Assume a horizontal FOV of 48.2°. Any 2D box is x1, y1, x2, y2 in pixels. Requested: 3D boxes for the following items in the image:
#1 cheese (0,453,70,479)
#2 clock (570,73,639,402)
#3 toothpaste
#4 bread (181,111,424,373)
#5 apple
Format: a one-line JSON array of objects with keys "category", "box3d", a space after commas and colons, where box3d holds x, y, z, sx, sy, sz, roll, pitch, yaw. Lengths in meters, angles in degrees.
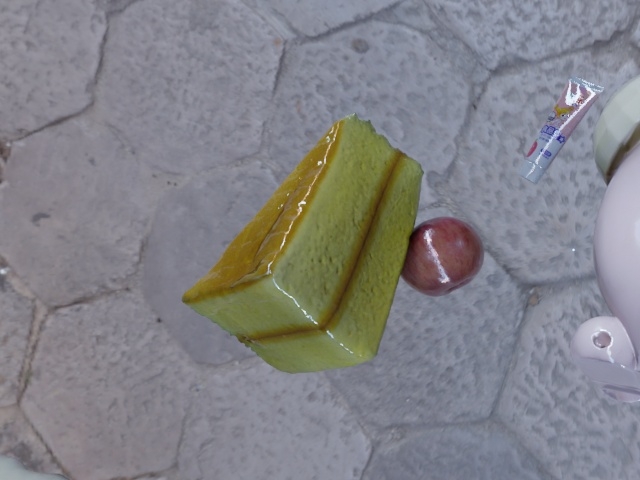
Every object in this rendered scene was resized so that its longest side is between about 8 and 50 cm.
[{"category": "cheese", "box3d": [-0.220, 0.298, 0.437, 0.332, 0.153, 0.292, 34, 117, 17]}, {"category": "clock", "box3d": [0.400, -0.007, 0.626, 0.342, 0.184, 0.326, 10, 71, 29]}, {"category": "toothpaste", "box3d": [0.415, -0.191, 1.253, 0.067, 0.043, 0.194, 37, 102, 38]}, {"category": "bread", "box3d": [0.000, 0.000, 1.153, 0.245, 0.233, 0.362, -16, 41, 48]}, {"category": "apple", "box3d": [0.206, 0.030, 1.222, 0.153, 0.153, 0.120, -29, 70, 17]}]
